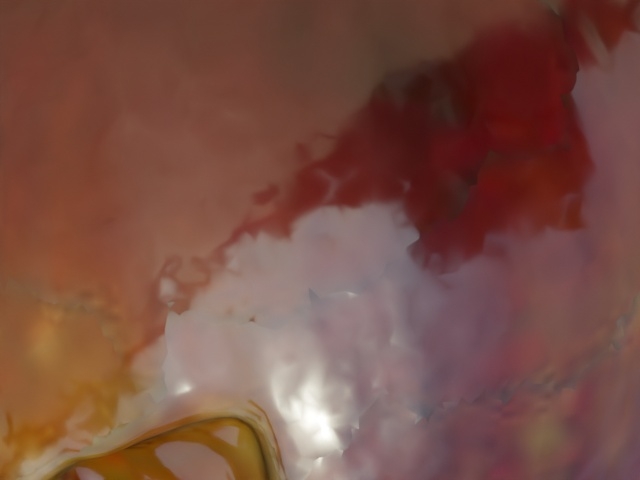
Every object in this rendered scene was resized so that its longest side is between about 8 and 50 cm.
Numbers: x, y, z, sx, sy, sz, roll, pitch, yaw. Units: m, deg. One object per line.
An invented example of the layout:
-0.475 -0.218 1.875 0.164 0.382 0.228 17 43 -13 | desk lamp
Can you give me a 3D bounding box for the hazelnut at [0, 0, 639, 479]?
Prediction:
0.000 0.000 0.720 0.402 0.402 0.429 -37 171 23 | hazelnut
